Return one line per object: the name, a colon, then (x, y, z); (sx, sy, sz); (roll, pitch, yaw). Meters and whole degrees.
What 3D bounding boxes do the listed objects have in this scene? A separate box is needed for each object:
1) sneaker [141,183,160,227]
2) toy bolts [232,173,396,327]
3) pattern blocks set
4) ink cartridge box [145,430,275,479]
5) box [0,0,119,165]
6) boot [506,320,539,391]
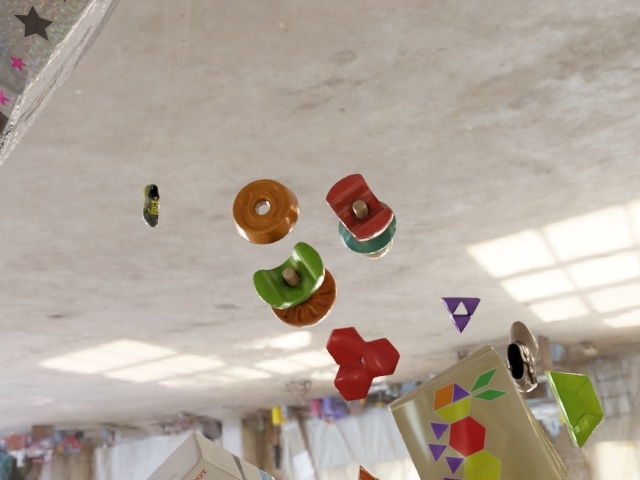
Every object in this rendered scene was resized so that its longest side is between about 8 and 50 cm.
sneaker: (-0.314, -0.066, 1.586); (0.031, 0.083, 0.035); (-4, 171, -31)
toy bolts: (0.000, 0.000, 1.279); (0.228, 0.218, 0.158); (-31, 153, 0)
pattern blocks set: (0.166, 0.220, 0.921); (0.285, 0.324, 0.026); (-15, 176, -3)
ink cartridge box: (-0.188, 0.445, 1.482); (0.148, 0.086, 0.203); (-46, 119, 6)
box: (-0.202, -0.168, 0.527); (0.142, 0.247, 0.163); (32, 143, -18)
boot: (0.288, 0.162, 1.234); (0.042, 0.118, 0.087); (-21, 151, 20)
